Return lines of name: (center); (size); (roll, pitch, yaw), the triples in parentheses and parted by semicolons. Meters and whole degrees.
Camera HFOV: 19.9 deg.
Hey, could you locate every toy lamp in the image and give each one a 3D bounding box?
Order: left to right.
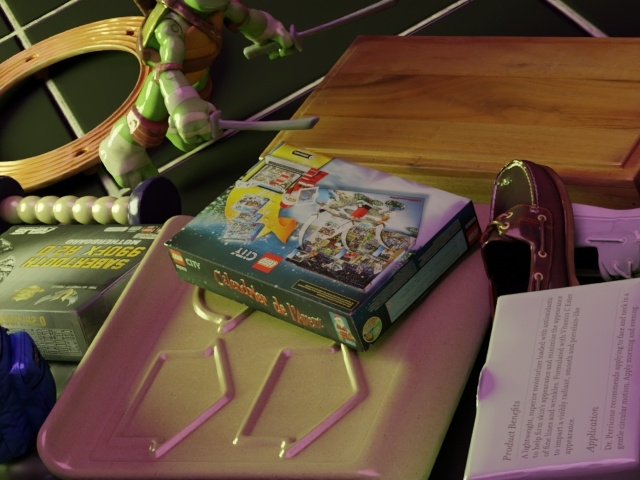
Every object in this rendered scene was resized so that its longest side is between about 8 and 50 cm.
toy lamp: (-0.274, -0.029, 1.900); (0.274, 0.080, 0.080); (3, 43, 34)

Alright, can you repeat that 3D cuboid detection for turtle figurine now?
turtle figurine: (-0.098, -0.146, 1.843); (0.266, 0.274, 0.198); (129, 152, -50)

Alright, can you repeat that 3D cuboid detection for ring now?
ring: (-0.302, -0.151, 2.122); (0.336, 0.032, 0.336); (-18, 34, 13)

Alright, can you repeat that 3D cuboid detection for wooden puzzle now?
wooden puzzle: (-0.026, 0.100, 1.569); (0.348, 0.080, 0.322); (0, 42, 27)

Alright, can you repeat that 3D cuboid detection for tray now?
tray: (0.161, -0.108, 1.722); (0.411, 0.076, 0.203); (4, 44, 38)

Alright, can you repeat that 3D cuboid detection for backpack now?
backpack: (-0.290, 0.119, 1.587); (0.101, 0.120, 0.098); (-25, 33, 0)

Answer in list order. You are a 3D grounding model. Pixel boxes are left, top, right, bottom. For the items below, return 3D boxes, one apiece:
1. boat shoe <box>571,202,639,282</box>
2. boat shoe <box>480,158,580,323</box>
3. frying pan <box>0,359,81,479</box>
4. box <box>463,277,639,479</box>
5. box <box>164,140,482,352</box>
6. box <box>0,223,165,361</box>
boat shoe: (0.251, 0.009, 1.517); (0.184, 0.066, 0.063); (10, 58, 41)
boat shoe: (0.168, 0.011, 1.502); (0.073, 0.073, 0.207); (-50, 34, 39)
frying pan: (-0.290, 0.186, 1.651); (0.326, 0.053, 0.197); (-22, 33, 1)
box: (0.188, 0.154, 1.254); (0.119, 0.182, 0.181); (-8, 38, 21)
box: (0.000, 0.000, 1.575); (0.233, 0.044, 0.159); (20, 52, 42)
box: (-0.260, 0.047, 1.765); (0.231, 0.056, 0.183); (0, 26, 34)
